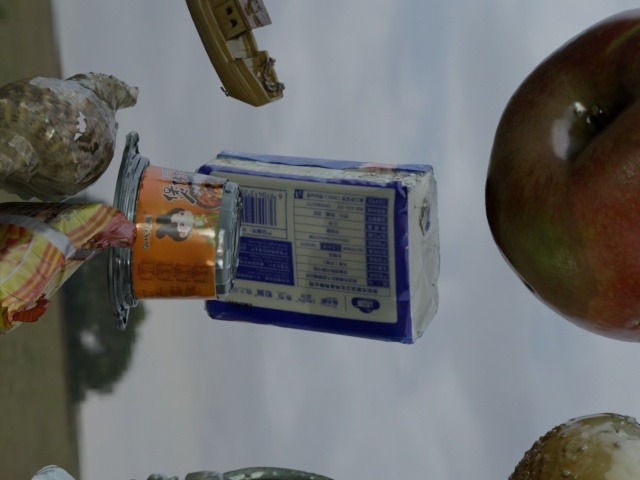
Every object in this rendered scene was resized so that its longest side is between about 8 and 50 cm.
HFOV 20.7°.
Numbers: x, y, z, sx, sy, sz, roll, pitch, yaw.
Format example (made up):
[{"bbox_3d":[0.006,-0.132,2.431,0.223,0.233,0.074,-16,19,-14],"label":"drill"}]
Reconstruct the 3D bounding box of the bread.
[{"bbox_3d":[0.226,0.292,1.404,0.305,0.159,0.305,-11,90,-83],"label":"bread"}]

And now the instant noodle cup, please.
[{"bbox_3d":[-0.149,-0.005,1.847,0.177,0.125,0.208,-79,174,-63],"label":"instant noodle cup"}]

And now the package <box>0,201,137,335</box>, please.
[{"bbox_3d":[-0.341,0.031,1.680,0.108,0.288,0.223,68,27,-22],"label":"package"}]

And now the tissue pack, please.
[{"bbox_3d":[0.000,0.000,2.048,0.137,0.269,0.209,-51,141,-55],"label":"tissue pack"}]

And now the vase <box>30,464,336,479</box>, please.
[{"bbox_3d":[-0.153,0.377,2.023,0.250,0.445,0.250,4,90,-66],"label":"vase"}]

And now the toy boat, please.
[{"bbox_3d":[-0.094,-0.239,1.846,0.064,0.072,0.206,-25,92,-56],"label":"toy boat"}]

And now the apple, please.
[{"bbox_3d":[0.332,-0.063,1.734,0.348,0.277,0.348,-33,-143,29],"label":"apple"}]

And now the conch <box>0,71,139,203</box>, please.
[{"bbox_3d":[-0.265,-0.107,1.741,0.155,0.207,0.130,-27,-79,42],"label":"conch"}]
